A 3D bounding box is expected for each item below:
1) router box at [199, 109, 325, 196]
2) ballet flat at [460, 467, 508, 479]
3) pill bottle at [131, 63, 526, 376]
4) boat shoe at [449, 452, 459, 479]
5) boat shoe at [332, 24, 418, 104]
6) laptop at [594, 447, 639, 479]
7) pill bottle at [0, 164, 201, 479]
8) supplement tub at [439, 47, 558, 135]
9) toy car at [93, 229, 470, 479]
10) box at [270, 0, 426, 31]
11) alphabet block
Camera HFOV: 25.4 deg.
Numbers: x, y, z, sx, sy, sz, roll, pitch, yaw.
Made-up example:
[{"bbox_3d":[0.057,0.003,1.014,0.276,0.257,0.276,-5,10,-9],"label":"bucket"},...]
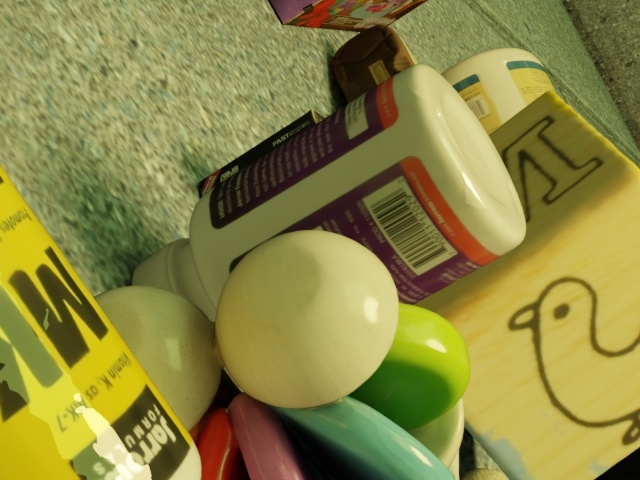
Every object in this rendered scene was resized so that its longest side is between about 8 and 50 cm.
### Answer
[{"bbox_3d":[-0.007,-0.028,0.926,0.122,0.092,0.038,30,35,-56],"label":"router box"},{"bbox_3d":[0.109,0.211,0.923,0.052,0.057,0.168,32,31,-35],"label":"ballet flat"},{"bbox_3d":[0.000,0.000,0.747,0.108,0.193,0.108,50,21,-27],"label":"pill bottle"},{"bbox_3d":[0.045,0.140,0.836,0.076,0.080,0.228,46,22,-19],"label":"boat shoe"},{"bbox_3d":[0.076,-0.092,1.232,0.095,0.095,0.257,54,19,-33],"label":"boat shoe"},{"bbox_3d":[0.414,0.154,1.260,0.408,0.236,0.382,30,26,-8],"label":"laptop"},{"bbox_3d":[-0.115,0.067,0.477,0.208,0.119,0.119,56,19,-9],"label":"pill bottle"},{"bbox_3d":[0.189,-0.073,1.401,0.144,0.144,0.199,21,43,-61],"label":"supplement tub"},{"bbox_3d":[-0.021,0.093,0.592,0.159,0.182,0.136,59,17,-52],"label":"toy car"},{"bbox_3d":[0.081,-0.273,1.342,0.057,0.201,0.293,60,20,4],"label":"box"},{"bbox_3d":[0.164,0.040,1.033,0.192,0.197,0.193,49,7,-26],"label":"alphabet block"}]
